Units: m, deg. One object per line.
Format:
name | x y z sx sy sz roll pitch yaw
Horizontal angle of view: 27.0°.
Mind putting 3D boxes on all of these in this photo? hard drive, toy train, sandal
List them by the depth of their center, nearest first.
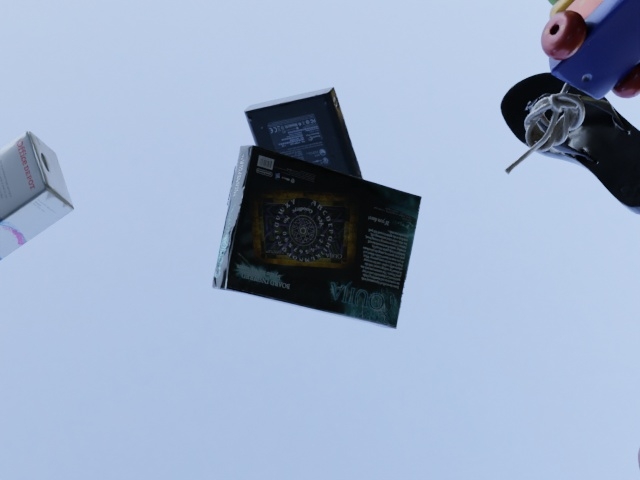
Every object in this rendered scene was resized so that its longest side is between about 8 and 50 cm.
toy train | 0.219 -0.187 1.143 0.105 0.248 0.143 22 -143 -32
hard drive | -0.011 -0.077 1.315 0.022 0.094 0.135 -54 -50 -59
sandal | 0.292 -0.121 1.465 0.054 0.097 0.254 33 -175 -46

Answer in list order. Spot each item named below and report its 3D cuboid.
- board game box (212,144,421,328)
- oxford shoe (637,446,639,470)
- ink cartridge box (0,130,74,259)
board game box | 0.000 0.000 1.171 0.186 0.026 0.126 16 -97 -33
oxford shoe | 0.377 0.242 1.085 0.123 0.130 0.348 -1 -143 -25
ink cartridge box | -0.318 -0.039 1.344 0.052 0.122 0.088 42 -162 -51
